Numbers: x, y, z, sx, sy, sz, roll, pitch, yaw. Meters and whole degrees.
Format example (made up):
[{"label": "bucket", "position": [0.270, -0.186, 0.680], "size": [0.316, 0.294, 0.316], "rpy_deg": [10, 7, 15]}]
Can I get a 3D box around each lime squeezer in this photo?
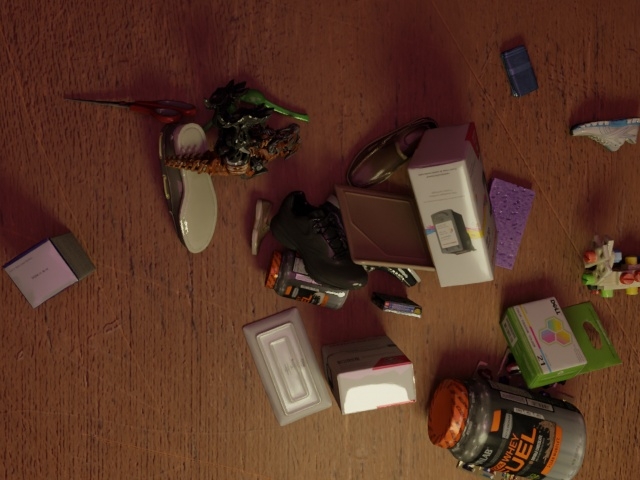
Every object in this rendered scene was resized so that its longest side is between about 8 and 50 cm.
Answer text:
[{"label": "lime squeezer", "position": [-0.189, -0.296, 1.639], "size": [0.311, 0.059, 0.109], "rpy_deg": [-17, 129, -7]}]

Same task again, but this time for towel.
[{"label": "towel", "position": [0.497, -0.422, 1.727], "size": [0.067, 0.029, 0.119], "rpy_deg": [-22, 96, -6]}]

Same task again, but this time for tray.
[{"label": "tray", "position": [-0.079, 0.313, 1.701], "size": [0.145, 0.030, 0.270], "rpy_deg": [-21, 97, -7]}]

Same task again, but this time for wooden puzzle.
[{"label": "wooden puzzle", "position": [0.144, -0.026, 1.610], "size": [0.221, 0.044, 0.238], "rpy_deg": [7, 50, -28]}]

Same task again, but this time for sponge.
[{"label": "sponge", "position": [0.456, -0.042, 1.748], "size": [0.117, 0.031, 0.210], "rpy_deg": [16, 91, -9]}]

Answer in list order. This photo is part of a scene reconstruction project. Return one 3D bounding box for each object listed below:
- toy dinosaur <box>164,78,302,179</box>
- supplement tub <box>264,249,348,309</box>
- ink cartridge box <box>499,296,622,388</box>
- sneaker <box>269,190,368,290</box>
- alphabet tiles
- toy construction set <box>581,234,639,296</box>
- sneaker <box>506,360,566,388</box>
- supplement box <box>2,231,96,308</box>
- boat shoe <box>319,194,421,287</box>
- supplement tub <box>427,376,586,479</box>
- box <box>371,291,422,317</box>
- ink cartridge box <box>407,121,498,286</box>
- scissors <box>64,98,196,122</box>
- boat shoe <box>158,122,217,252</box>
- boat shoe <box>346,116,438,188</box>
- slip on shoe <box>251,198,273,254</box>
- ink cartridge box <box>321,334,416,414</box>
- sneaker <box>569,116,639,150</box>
[{"label": "toy dinosaur", "position": [-0.180, -0.215, 1.548], "size": [0.164, 0.218, 0.322], "rpy_deg": [28, 45, 23]}, {"label": "supplement tub", "position": [-0.031, 0.089, 1.647], "size": [0.191, 0.117, 0.116], "rpy_deg": [14, 92, -8]}, {"label": "ink cartridge box", "position": [0.604, 0.236, 1.714], "size": [0.255, 0.097, 0.188], "rpy_deg": [-13, 59, -8]}, {"label": "sneaker", "position": [0.000, 0.000, 1.569], "size": [0.286, 0.109, 0.130], "rpy_deg": [41, 132, 20]}, {"label": "alphabet tiles", "position": [0.494, 0.465, 1.801], "size": [0.285, 0.011, 0.342], "rpy_deg": [22, 91, -8]}, {"label": "toy construction set", "position": [0.782, 0.081, 1.709], "size": [0.328, 0.215, 0.151], "rpy_deg": [11, 92, -8]}, {"label": "sneaker", "position": [0.557, 0.342, 1.762], "size": [0.171, 0.063, 0.074], "rpy_deg": [0, 88, -13]}, {"label": "supplement box", "position": [-0.585, 0.059, 1.517], "size": [0.111, 0.220, 0.114], "rpy_deg": [-33, 99, -4]}, {"label": "boat shoe", "position": [0.108, 0.020, 1.670], "size": [0.302, 0.114, 0.091], "rpy_deg": [42, 89, 4]}, {"label": "supplement tub", "position": [0.447, 0.456, 1.684], "size": [0.338, 0.207, 0.207], "rpy_deg": [16, 92, -8]}, {"label": "box", "position": [0.182, 0.154, 1.671], "size": [0.094, 0.137, 0.027], "rpy_deg": [11, 93, -9]}, {"label": "ink cartridge box", "position": [0.310, -0.084, 1.577], "size": [0.131, 0.226, 0.306], "rpy_deg": [-10, 117, 23]}, {"label": "scissors", "position": [-0.435, -0.314, 1.603], "size": [0.297, 0.109, 0.021], "rpy_deg": [12, 123, 13]}, {"label": "boat shoe", "position": [-0.312, -0.123, 1.604], "size": [0.109, 0.091, 0.304], "rpy_deg": [-23, 118, -47]}, {"label": "boat shoe", "position": [0.173, -0.215, 1.663], "size": [0.257, 0.095, 0.095], "rpy_deg": [-39, 98, -3]}, {"label": "slip on shoe", "position": [-0.140, -0.031, 1.659], "size": [0.041, 0.051, 0.135], "rpy_deg": [7, 85, -6]}, {"label": "ink cartridge box", "position": [0.107, 0.308, 1.623], "size": [0.172, 0.237, 0.100], "rpy_deg": [-8, 98, -7]}, {"label": "sneaker", "position": [0.723, -0.265, 1.752], "size": [0.191, 0.071, 0.082], "rpy_deg": [-5, 101, -7]}]
